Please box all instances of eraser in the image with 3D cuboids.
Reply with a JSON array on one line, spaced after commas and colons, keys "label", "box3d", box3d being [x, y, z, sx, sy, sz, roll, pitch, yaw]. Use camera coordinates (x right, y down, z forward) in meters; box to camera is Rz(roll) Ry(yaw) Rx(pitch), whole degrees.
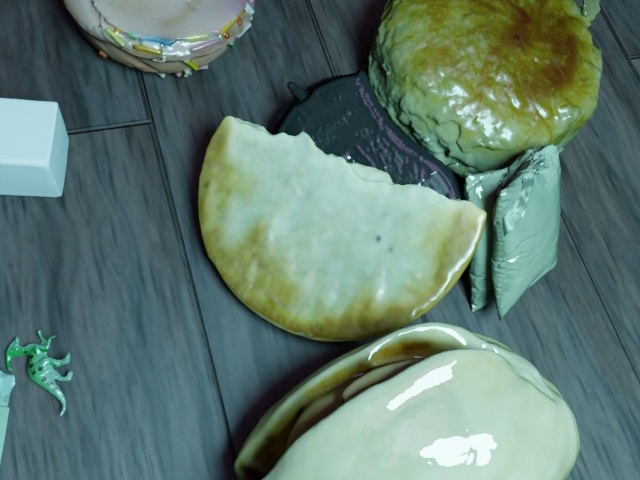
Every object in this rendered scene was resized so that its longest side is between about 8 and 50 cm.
[{"label": "eraser", "box3d": [-0.419, -0.100, 0.584, 0.297, 0.076, 0.078, 2, 67, -14]}]

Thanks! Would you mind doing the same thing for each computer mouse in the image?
[{"label": "computer mouse", "box3d": [0.047, -0.085, 0.690, 0.147, 0.088, 0.264, -37, 83, 1]}]

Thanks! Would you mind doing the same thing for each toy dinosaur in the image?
[{"label": "toy dinosaur", "box3d": [-0.272, 0.126, 0.560, 0.062, 0.021, 0.083, 0, 65, -7]}]

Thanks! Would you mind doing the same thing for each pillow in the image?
[{"label": "pillow", "box3d": [0.225, -0.008, 0.668, 0.134, 0.182, 0.077, -31, 37, -31]}]

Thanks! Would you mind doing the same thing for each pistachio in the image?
[{"label": "pistachio", "box3d": [0.079, 0.185, 0.541, 0.317, 0.193, 0.214, -15, 114, -7]}]

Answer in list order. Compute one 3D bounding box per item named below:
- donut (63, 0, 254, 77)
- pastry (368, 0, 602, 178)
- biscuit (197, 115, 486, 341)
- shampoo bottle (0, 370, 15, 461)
[{"label": "donut", "box3d": [-0.188, -0.289, 0.714, 0.232, 0.085, 0.199, -18, 73, -21]}, {"label": "pastry", "box3d": [0.219, -0.224, 0.763, 0.329, 0.136, 0.330, 5, 68, -14]}, {"label": "biscuit", "box3d": [0.000, 0.000, 0.628, 0.308, 0.040, 0.205, 22, 87, 10]}, {"label": "shampoo bottle", "box3d": [-0.317, 0.216, 0.496, 0.072, 0.049, 0.213, 3, 67, -9]}]
